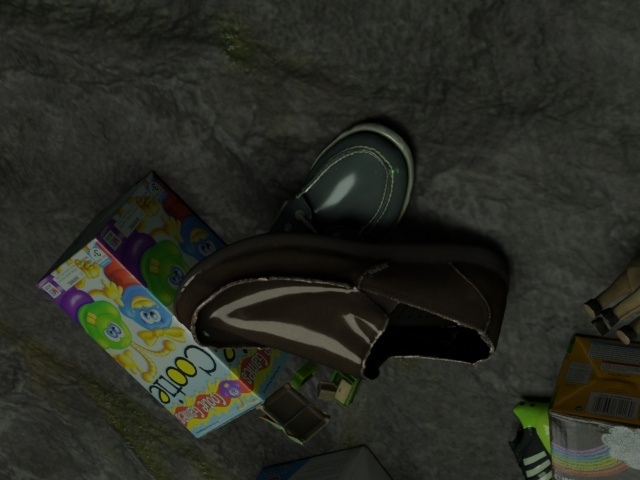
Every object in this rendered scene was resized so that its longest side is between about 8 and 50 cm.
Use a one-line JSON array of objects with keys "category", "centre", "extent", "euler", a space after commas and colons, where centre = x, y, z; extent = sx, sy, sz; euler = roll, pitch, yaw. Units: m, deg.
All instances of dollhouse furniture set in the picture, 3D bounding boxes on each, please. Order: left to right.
[{"category": "dollhouse furniture set", "centre": [-0.014, 0.203, 1.556], "extent": [0.076, 0.151, 0.058], "euler": [37, 134, 18]}]

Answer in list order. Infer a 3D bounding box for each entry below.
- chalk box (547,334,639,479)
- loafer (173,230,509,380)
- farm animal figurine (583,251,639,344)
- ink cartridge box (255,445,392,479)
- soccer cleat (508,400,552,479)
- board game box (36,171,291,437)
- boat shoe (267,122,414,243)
[{"category": "chalk box", "centre": [0.333, 0.231, 1.413], "extent": [0.132, 0.132, 0.213], "euler": [7, 130, 22]}, {"category": "loafer", "centre": [0.027, 0.075, 1.350], "extent": [0.366, 0.130, 0.134], "euler": [-3, 138, -2]}, {"category": "farm animal figurine", "centre": [0.395, 0.090, 1.149], "extent": [0.330, 0.172, 0.327], "euler": [52, 177, 28]}, {"category": "ink cartridge box", "centre": [-0.010, 0.445, 1.669], "extent": [0.198, 0.270, 0.197], "euler": [-20, 115, 38]}, {"category": "soccer cleat", "centre": [0.265, 0.265, 1.532], "extent": [0.072, 0.060, 0.179], "euler": [13, 125, 31]}, {"category": "board game box", "centre": [-0.176, 0.080, 1.546], "extent": [0.275, 0.144, 0.142], "euler": [46, 132, -13]}, {"category": "boat shoe", "centre": [0.000, 0.000, 1.418], "extent": [0.116, 0.099, 0.319], "euler": [37, 133, -1]}]
